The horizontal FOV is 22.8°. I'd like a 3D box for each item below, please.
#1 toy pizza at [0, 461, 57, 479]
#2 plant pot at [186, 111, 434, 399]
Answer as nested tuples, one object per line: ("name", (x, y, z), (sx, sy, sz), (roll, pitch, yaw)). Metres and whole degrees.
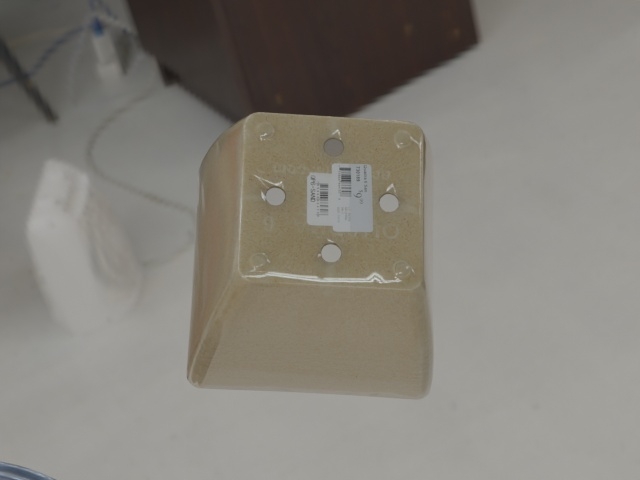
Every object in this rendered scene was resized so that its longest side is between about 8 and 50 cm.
("toy pizza", (-0.177, 0.209, 0.784), (0.201, 0.201, 0.032), (-20, -7, -6))
("plant pot", (0.000, 0.000, 0.671), (0.109, 0.096, 0.109), (3, 69, -3))
